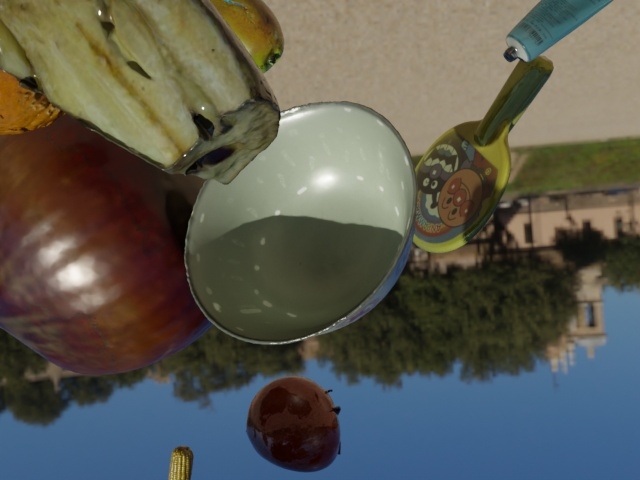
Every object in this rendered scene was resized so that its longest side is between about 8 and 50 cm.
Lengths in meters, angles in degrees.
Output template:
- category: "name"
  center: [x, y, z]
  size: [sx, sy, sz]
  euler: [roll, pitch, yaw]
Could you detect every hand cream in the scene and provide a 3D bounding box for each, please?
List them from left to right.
- category: "hand cream"
  center: [0.343, -0.329, 1.326]
  size: [0.224, 0.083, 0.048]
  euler: [-40, 159, -4]

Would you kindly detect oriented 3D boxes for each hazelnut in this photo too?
- category: "hazelnut"
  center: [-0.318, -0.016, 1.404]
  size: [0.402, 0.429, 0.402]
  euler: [-28, -170, 5]

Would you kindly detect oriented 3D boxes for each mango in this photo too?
- category: "mango"
  center: [-0.154, -0.306, 1.342]
  size: [0.232, 0.125, 0.111]
  euler: [24, 172, 28]

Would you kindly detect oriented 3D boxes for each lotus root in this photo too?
- category: "lotus root"
  center: [-0.178, -0.180, 0.915]
  size: [0.210, 0.314, 0.142]
  euler: [-52, 169, 22]

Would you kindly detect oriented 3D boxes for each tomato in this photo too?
- category: "tomato"
  center: [-0.044, 0.304, 1.551]
  size: [0.167, 0.167, 0.167]
  euler: [-5, -178, 0]

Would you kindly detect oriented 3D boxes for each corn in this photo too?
- category: "corn"
  center: [-0.216, 0.363, 1.454]
  size: [0.037, 0.092, 0.037]
  euler: [8, -179, 0]

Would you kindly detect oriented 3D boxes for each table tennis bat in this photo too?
- category: "table tennis bat"
  center: [0.256, -0.143, 1.537]
  size: [0.054, 0.369, 0.224]
  euler: [24, -162, -32]

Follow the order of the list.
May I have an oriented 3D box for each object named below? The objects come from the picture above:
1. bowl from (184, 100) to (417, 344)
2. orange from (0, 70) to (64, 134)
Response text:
- category: "bowl"
  center: [0.000, 0.000, 1.243]
  size: [0.337, 0.337, 0.157]
  euler: [-3, 154, 30]
- category: "orange"
  center: [-0.370, -0.233, 1.106]
  size: [0.193, 0.219, 0.219]
  euler: [22, -161, 37]
